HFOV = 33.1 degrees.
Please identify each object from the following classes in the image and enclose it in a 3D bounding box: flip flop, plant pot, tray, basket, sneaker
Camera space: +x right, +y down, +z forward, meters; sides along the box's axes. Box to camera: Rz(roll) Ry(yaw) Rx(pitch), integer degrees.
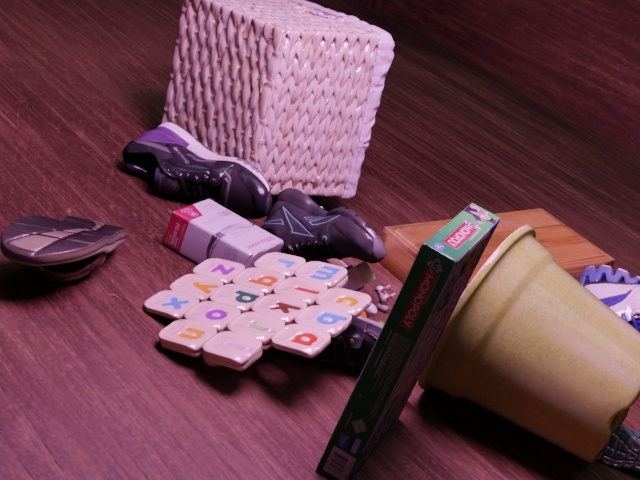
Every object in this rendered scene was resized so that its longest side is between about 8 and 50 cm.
[{"bbox_3d":[-0.346,0.015,1.474,0.112,0.080,0.277,18,6,5],"label":"flip flop"},{"bbox_3d":[0.316,0.160,1.480,0.254,0.276,0.276,34,25,19],"label":"plant pot"},{"bbox_3d":[0.324,0.032,1.962,0.411,0.076,0.203,-8,35,-36],"label":"tray"},{"bbox_3d":[-0.091,-0.278,2.001,0.266,0.331,0.328,-3,25,-44],"label":"basket"},{"bbox_3d":[-0.218,-0.098,1.844,0.283,0.107,0.124,28,37,26],"label":"sneaker"},{"bbox_3d":[0.539,0.143,1.816,0.316,0.127,0.182,-1,39,49],"label":"sneaker"},{"bbox_3d":[0.000,0.000,1.726,0.267,0.106,0.101,22,-26,50],"label":"sneaker"},{"bbox_3d":[0.448,0.300,1.561,0.167,0.065,0.076,27,6,7],"label":"sneaker"},{"bbox_3d":[0.022,0.153,1.495,0.222,0.083,0.118,31,35,24],"label":"sneaker"}]

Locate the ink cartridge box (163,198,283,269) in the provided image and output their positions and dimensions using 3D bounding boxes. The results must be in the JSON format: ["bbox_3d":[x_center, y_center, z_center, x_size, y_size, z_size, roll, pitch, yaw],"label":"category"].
[{"bbox_3d":[-0.150,0.003,1.682,0.150,0.063,0.109,29,23,18],"label":"ink cartridge box"}]

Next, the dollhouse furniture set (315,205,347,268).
[{"bbox_3d":[0.025,-0.003,1.830,0.091,0.081,0.114,1,30,-41],"label":"dollhouse furniture set"}]

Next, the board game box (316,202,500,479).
[{"bbox_3d":[0.108,0.121,1.301,0.046,0.317,0.213,29,23,14],"label":"board game box"}]

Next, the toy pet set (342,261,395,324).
[{"bbox_3d":[0.060,0.096,1.694,0.122,0.065,0.114,-25,85,-57],"label":"toy pet set"}]

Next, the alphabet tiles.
[{"bbox_3d":[-0.086,0.090,1.472,0.278,0.021,0.284,12,28,28],"label":"alphabet tiles"}]
